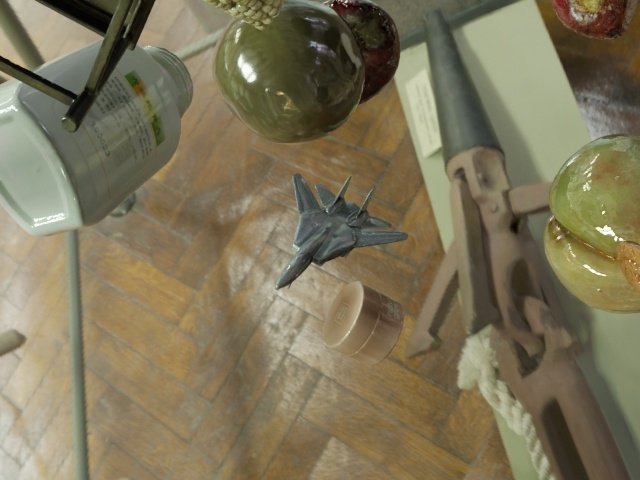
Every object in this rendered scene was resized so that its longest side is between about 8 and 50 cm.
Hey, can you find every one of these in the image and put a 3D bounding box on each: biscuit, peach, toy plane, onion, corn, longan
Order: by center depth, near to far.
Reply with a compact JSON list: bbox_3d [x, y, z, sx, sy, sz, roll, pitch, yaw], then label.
[{"bbox_3d":[0.380,0.040,0.884,0.015,0.091,0.078,-20,99,1],"label":"biscuit"},{"bbox_3d":[-0.109,-0.314,0.894,0.087,0.211,0.087,-10,73,36],"label":"corn"},{"bbox_3d":[-0.003,0.008,1.126,0.212,0.088,0.267,30,47,10],"label":"toy plane"},{"bbox_3d":[0.493,-0.021,1.193,0.248,0.292,0.292,-1,58,-23],"label":"peach"},{"bbox_3d":[-0.075,-0.375,1.612,0.361,0.361,0.360,-10,64,21],"label":"longan"},{"bbox_3d":[0.647,-0.591,1.760,0.206,0.206,0.216,23,48,25],"label":"onion"},{"bbox_3d":[0.074,-0.466,1.855,0.272,0.195,0.271,4,101,22],"label":"onion"}]

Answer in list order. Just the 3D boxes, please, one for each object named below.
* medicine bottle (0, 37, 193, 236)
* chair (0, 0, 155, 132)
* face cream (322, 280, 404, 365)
[{"bbox_3d":[-0.273,-0.148,0.924,0.124,0.179,0.324,-12,25,26],"label":"medicine bottle"},{"bbox_3d":[-0.179,-0.222,0.533,0.141,0.155,0.260,-53,18,35],"label":"chair"},{"bbox_3d":[0.087,0.170,1.524,0.149,0.104,0.149,-50,23,31],"label":"face cream"}]
